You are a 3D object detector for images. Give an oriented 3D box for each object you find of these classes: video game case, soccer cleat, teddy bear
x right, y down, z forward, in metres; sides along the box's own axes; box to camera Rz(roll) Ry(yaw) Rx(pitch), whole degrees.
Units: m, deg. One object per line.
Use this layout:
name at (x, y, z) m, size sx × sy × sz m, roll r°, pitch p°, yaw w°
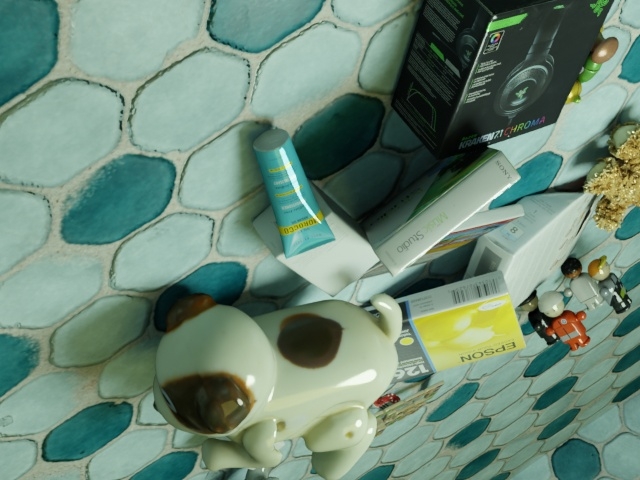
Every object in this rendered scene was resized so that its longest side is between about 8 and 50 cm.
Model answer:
video game case at (0.191, 0.007, 1.774) m, size 0.204 × 0.025 × 0.285 m, roll -12°, pitch 169°, yaw -35°
soccer cleat at (0.152, 0.381, 2.384) m, size 0.083 × 0.029 × 0.035 m, roll -5°, pitch 148°, yaw -38°
teddy bear at (0.642, -0.129, 2.045) m, size 0.245 × 0.113 × 0.338 m, roll -51°, pitch 147°, yaw -5°

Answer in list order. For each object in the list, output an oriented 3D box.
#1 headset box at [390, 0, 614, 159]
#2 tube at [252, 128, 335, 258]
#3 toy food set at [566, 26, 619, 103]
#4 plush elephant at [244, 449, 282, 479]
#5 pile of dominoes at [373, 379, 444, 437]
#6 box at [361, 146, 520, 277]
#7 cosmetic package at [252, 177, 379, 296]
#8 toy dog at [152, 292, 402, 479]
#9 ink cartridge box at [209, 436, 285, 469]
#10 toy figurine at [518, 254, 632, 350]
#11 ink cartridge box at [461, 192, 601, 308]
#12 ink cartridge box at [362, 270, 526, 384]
headset box at (0.262, -0.284, 1.444) m, size 0.246 × 0.131 × 0.283 m, roll -18°, pitch 146°, yaw -29°
tube at (-0.042, -0.063, 1.460) m, size 0.080 × 0.052 × 0.207 m, roll -17°, pitch 129°, yaw 3°
toy food set at (0.423, -0.296, 1.651) m, size 0.128 × 0.071 × 0.218 m, roll -18°, pitch 145°, yaw -29°
plush elephant at (-0.068, 0.641, 2.185) m, size 0.272 × 0.255 × 0.330 m, roll 101°, pitch 9°, yaw -46°
pile of dominoes at (0.177, 0.434, 2.438) m, size 0.251 × 0.040 × 0.196 m, roll -22°, pitch 158°, yaw -22°
box at (0.175, -0.059, 1.577) m, size 0.232 × 0.058 × 0.322 m, roll -38°, pitch -172°, yaw 4°
cosmetic package at (0.000, 0.000, 1.632) m, size 0.117 × 0.085 × 0.231 m, roll -38°, pitch 152°, yaw 6°
toy dog at (-0.084, 0.227, 1.650) m, size 0.408 × 0.285 × 0.395 m, roll 9°, pitch 146°, yaw -42°
ink cartridge box at (-0.156, 0.385, 2.011) m, size 0.090 × 0.092 × 0.143 m, roll -40°, pitch 149°, yaw 10°
toy figurine at (0.564, 0.130, 2.278) m, size 0.209 × 0.148 × 0.213 m, roll -38°, pitch -174°, yaw -7°
ink cartridge box at (0.441, 0.006, 2.126) m, size 0.385 × 0.091 × 0.308 m, roll -38°, pitch 155°, yaw -32°
ink cartridge box at (0.252, 0.201, 2.041) m, size 0.303 × 0.072 × 0.307 m, roll -17°, pitch 139°, yaw 10°
